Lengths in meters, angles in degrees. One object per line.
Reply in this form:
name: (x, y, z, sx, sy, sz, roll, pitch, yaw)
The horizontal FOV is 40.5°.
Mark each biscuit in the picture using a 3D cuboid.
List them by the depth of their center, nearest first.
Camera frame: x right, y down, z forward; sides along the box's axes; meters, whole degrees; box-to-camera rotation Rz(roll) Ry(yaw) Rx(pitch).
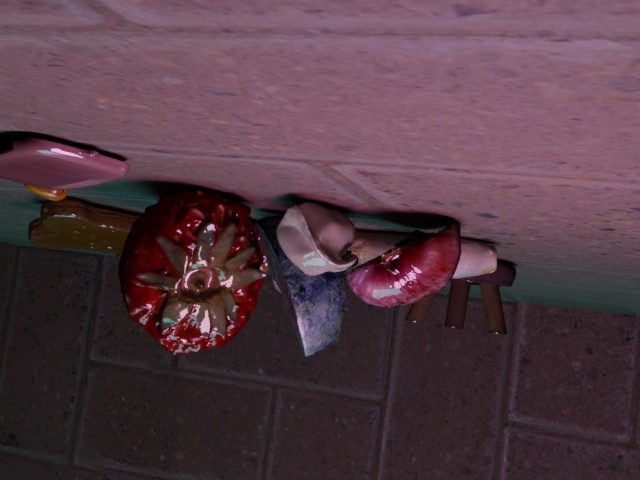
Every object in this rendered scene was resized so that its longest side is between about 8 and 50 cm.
biscuit: (-0.542, -0.026, 2.248, 0.394, 0.076, 0.368, 9, 163, -26)

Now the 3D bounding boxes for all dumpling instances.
dumpling: (0.000, 0.000, 1.619, 0.162, 0.132, 0.250, 45, -178, 12)

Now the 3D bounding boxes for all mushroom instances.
mushroom: (0.203, 0.028, 1.862, 0.351, 0.095, 0.122, 6, -167, 21)

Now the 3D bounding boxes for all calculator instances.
calculator: (-0.465, -0.128, 1.444, 0.329, 0.048, 0.220, -2, 167, 45)

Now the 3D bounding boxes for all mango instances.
mango: (-0.553, -0.107, 1.742, 0.089, 0.046, 0.060, 12, 174, -2)

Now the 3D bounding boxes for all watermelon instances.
watermelon: (-0.025, 0.087, 1.794, 0.148, 0.318, 0.226, -13, 155, -15)

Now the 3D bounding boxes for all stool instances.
stool: (0.353, 0.134, 2.199, 0.272, 0.179, 0.272, 8, 175, 1)

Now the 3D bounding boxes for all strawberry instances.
strawberry: (-0.277, 0.037, 1.720, 0.295, 0.318, 0.345, -23, -155, -25)

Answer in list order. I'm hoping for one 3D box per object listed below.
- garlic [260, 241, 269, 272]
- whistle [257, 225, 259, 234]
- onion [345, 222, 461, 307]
garlic: (-0.047, 0.024, 1.929, 0.198, 0.129, 0.090, 9, 167, -20)
whistle: (-0.269, 0.001, 2.077, 0.312, 0.062, 0.062, -13, 161, 43)
onion: (0.182, 0.049, 1.647, 0.227, 0.120, 0.283, -24, -178, 24)
